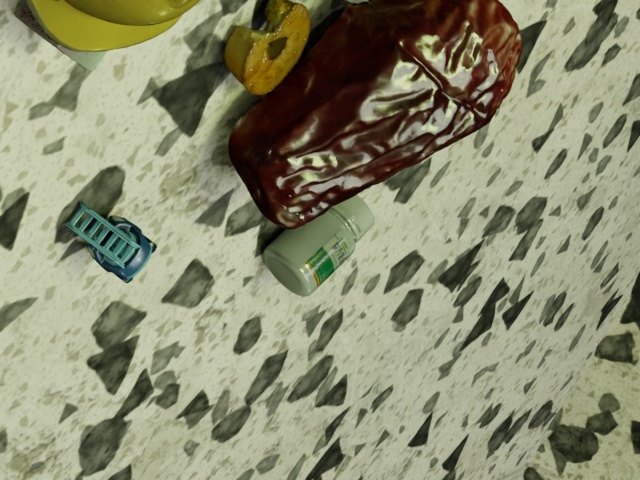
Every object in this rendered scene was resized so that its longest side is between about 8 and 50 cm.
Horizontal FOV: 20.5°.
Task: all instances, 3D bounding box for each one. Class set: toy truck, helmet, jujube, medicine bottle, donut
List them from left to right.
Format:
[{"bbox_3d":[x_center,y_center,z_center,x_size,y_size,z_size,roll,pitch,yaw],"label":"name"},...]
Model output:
[{"bbox_3d":[-0.216,-0.002,1.796,0.056,0.073,0.090,-52,142,-3],"label":"toy truck"},{"bbox_3d":[-0.138,-0.257,1.415,0.205,0.140,0.257,-17,120,-28],"label":"helmet"},{"bbox_3d":[-0.057,-0.203,1.839,0.108,0.043,0.097,-41,152,-29],"label":"donut"},{"bbox_3d":[0.000,0.000,2.163,0.130,0.080,0.080,-43,154,-20],"label":"medicine bottle"},{"bbox_3d":[0.054,-0.154,1.934,0.342,0.216,0.216,-41,154,-10],"label":"jujube"}]

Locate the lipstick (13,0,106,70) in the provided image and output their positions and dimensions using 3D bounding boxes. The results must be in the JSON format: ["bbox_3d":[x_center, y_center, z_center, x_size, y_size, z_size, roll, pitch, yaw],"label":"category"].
[{"bbox_3d":[-0.139,-0.297,1.537,0.317,0.066,0.068,-53,155,0],"label":"lipstick"}]

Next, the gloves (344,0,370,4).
[{"bbox_3d":[0.009,-0.337,1.711,0.140,0.131,0.218,-39,128,-4],"label":"gloves"}]
